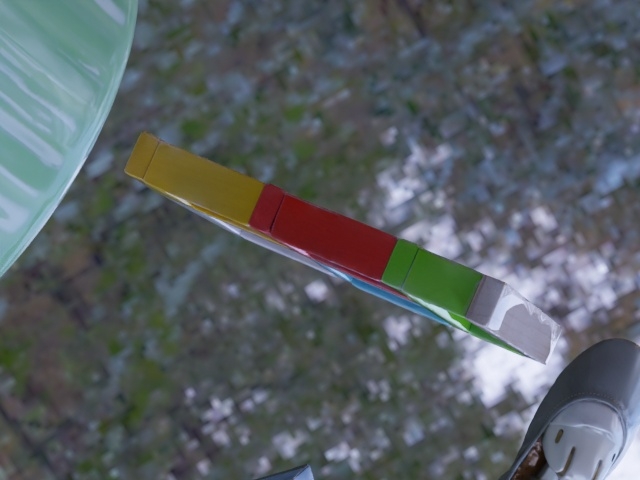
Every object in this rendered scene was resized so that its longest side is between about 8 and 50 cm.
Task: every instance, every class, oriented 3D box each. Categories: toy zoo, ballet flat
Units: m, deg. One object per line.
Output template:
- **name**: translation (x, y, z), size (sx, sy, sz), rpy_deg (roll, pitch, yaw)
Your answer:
- **toy zoo**: translation (0.000, 0.000, 1.165), size (0.030, 0.293, 0.192), rpy_deg (-66, 161, -3)
- **ballet flat**: translation (0.161, 0.164, 1.247), size (0.213, 0.072, 0.068), rpy_deg (-57, -168, 18)

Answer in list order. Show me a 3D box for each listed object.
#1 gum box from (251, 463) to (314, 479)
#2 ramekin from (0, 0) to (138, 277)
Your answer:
- **gum box**: translation (-0.054, 0.234, 1.010), size (0.157, 0.184, 0.041), rpy_deg (-17, -179, 14)
- **ramekin**: translation (-0.221, -0.082, 0.778), size (0.303, 0.148, 0.303), rpy_deg (-25, -134, 28)
